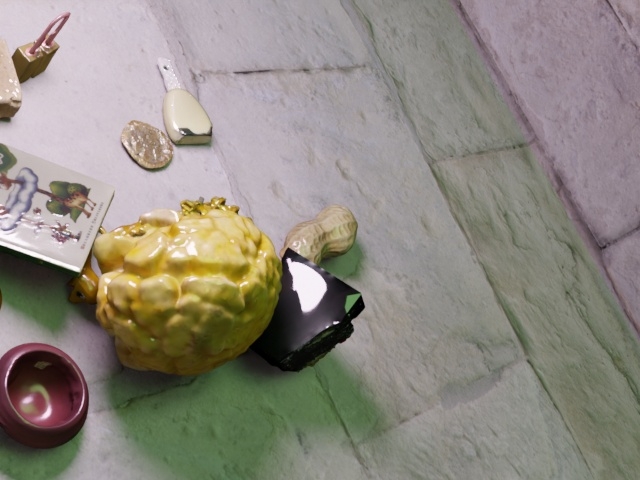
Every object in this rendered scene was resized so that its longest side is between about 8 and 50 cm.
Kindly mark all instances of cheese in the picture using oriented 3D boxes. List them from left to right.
[{"bbox_3d":[-0.362,-0.360,2.224,0.127,0.054,0.252,-7,67,-43],"label":"cheese"}]

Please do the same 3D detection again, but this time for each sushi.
[{"bbox_3d":[-0.045,0.190,2.010,0.215,0.212,0.227,31,74,24],"label":"sushi"}]

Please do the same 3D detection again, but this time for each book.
[{"bbox_3d":[-0.617,-0.083,1.729,0.370,0.043,0.260,20,41,-11],"label":"book"}]

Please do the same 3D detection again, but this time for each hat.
[{"bbox_3d":[-0.526,0.292,1.623,0.205,0.089,0.206,27,44,-29],"label":"hat"}]

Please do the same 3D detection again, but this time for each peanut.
[{"bbox_3d":[0.000,0.000,2.254,0.136,0.120,0.298,26,35,27],"label":"peanut"}]

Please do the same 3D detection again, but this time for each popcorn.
[{"bbox_3d":[-0.260,0.114,1.771,0.389,0.344,0.354,0,22,-21],"label":"popcorn"}]

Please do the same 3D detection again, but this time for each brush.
[{"bbox_3d":[-0.612,-0.434,1.916,0.047,0.233,0.103,49,44,-6],"label":"brush"}]

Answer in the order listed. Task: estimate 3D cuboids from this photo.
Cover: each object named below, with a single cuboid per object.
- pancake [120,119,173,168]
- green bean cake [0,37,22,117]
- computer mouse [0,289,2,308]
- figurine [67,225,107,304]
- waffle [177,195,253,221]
[{"bbox_3d":[-0.420,-0.232,2.109,0.139,0.022,0.140,23,50,-30],"label":"pancake"},{"bbox_3d":[-0.721,-0.353,1.878,0.109,0.085,0.179,-4,65,-44],"label":"green bean cake"},{"bbox_3d":[-0.682,0.152,1.563,0.158,0.071,0.310,55,39,-32],"label":"computer mouse"},{"bbox_3d":[-0.481,0.044,1.804,0.121,0.122,0.176,29,42,-80],"label":"figurine"},{"bbox_3d":[-0.238,0.015,2.081,0.262,0.060,0.281,3,62,-40],"label":"waffle"}]
